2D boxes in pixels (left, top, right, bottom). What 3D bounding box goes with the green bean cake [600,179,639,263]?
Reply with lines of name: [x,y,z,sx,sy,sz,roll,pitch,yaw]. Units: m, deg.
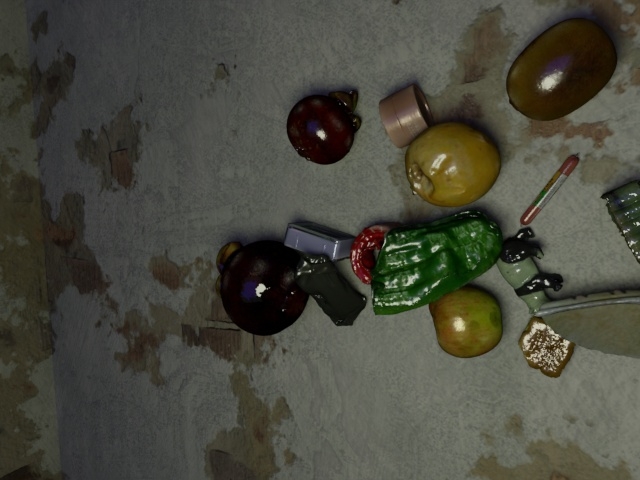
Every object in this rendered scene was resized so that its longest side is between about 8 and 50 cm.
green bean cake: [0.716,-0.043,1.034,0.094,0.173,0.181,-30,78,29]

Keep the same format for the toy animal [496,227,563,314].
toy animal: [0.538,0.089,1.189,0.121,0.094,0.225,-34,79,28]

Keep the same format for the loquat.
loquat: [0.345,-0.200,1.200,0.244,0.244,0.244,3,96,29]

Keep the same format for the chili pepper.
chili pepper: [0.290,0.057,1.220,0.385,0.167,0.213,-26,56,1]

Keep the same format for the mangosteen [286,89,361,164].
mangosteen: [0.022,-0.355,1.393,0.215,0.215,0.257,35,79,22]

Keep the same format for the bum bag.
bum bag: [0.034,0.148,1.410,0.142,0.326,0.080,-29,36,12]

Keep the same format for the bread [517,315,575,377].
bread: [0.581,0.269,1.195,0.128,0.069,0.140,23,104,26]

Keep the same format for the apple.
apple: [0.387,0.212,1.230,0.196,0.196,0.196,3,96,29]

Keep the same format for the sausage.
sausage: [0.583,-0.125,1.181,0.029,0.029,0.223,40,112,21]

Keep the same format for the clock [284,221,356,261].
clock: [-0.001,0.001,1.453,0.193,0.144,0.073,19,103,26]

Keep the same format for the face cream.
face cream: [0.241,-0.344,1.285,0.104,0.149,0.149,-20,84,28]

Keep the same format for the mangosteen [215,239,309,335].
mangosteen: [-0.201,0.142,1.495,0.347,0.307,0.307,17,102,35]

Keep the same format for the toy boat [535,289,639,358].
toy boat: [0.699,0.179,1.065,0.293,0.111,0.276,-27,121,37]

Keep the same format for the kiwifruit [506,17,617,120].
kiwifruit: [0.553,-0.391,1.083,0.234,0.196,0.196,-34,78,25]

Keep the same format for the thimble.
thimble: [0.182,0.038,1.367,0.163,0.125,0.190,29,108,27]
